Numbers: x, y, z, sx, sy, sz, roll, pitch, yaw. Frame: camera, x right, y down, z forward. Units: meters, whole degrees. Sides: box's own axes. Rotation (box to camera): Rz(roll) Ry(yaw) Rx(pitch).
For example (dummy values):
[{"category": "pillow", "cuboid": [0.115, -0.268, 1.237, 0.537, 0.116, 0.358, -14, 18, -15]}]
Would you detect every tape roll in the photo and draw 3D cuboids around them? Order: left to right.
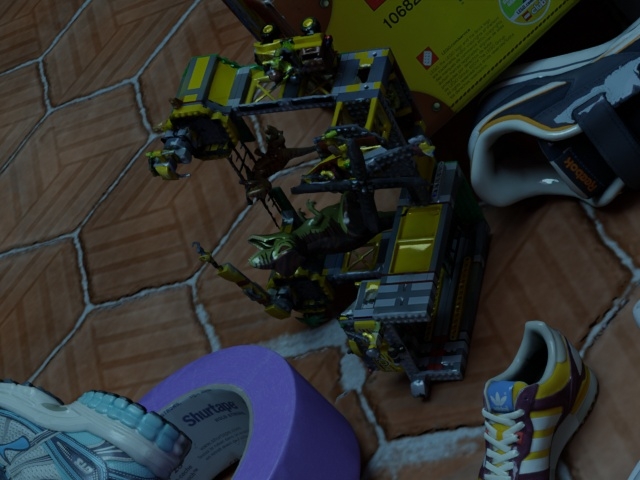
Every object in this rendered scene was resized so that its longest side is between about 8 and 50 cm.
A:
[{"category": "tape roll", "cuboid": [-0.100, 0.220, 1.335, 0.275, 0.090, 0.275, -32, 29, 21]}]

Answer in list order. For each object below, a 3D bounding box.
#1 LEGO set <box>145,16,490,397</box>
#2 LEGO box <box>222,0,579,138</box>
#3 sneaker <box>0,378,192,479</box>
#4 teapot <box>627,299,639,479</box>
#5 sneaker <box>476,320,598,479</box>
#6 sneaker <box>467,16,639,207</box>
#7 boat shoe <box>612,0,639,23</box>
[{"category": "LEGO set", "cuboid": [0.000, 0.000, 1.342, 0.255, 0.331, 0.192, 0, 51, 18]}, {"category": "LEGO box", "cuboid": [0.158, -0.335, 1.540, 0.500, 0.193, 0.372, -43, 17, -1]}, {"category": "sneaker", "cuboid": [-0.234, 0.191, 1.346, 0.283, 0.110, 0.122, -8, 47, 51]}, {"category": "teapot", "cuboid": [0.258, 0.189, 0.930, 0.256, 0.187, 0.252, 25, 88, 53]}, {"category": "sneaker", "cuboid": [0.143, 0.149, 1.212, 0.069, 0.084, 0.185, -4, 49, 41]}, {"category": "sneaker", "cuboid": [0.261, -0.106, 1.341, 0.321, 0.126, 0.127, -21, 36, 40]}, {"category": "boat shoe", "cuboid": [0.404, -0.251, 1.358, 0.156, 0.136, 0.367, -45, 21, -16]}]
